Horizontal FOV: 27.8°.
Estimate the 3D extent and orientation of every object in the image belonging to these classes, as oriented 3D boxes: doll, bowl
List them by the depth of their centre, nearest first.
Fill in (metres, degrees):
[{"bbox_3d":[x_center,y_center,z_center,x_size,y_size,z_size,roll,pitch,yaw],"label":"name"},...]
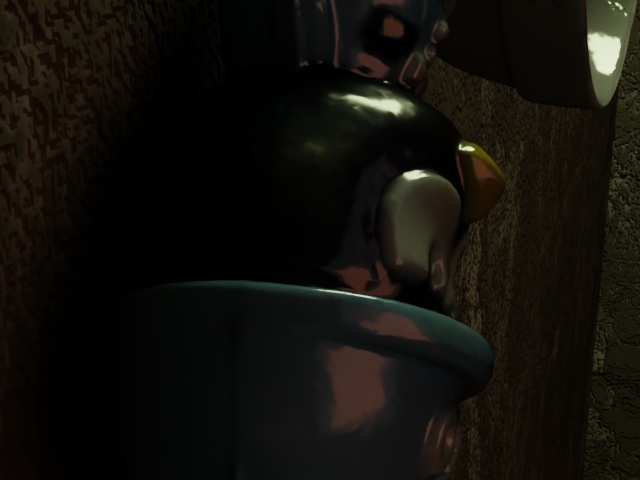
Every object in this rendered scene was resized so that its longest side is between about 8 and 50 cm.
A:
[{"bbox_3d":[0.000,0.000,0.496,0.177,0.141,0.314,52,44,-71],"label":"doll"},{"bbox_3d":[0.104,-0.220,0.724,0.287,0.144,0.287,7,90,-73],"label":"bowl"}]
